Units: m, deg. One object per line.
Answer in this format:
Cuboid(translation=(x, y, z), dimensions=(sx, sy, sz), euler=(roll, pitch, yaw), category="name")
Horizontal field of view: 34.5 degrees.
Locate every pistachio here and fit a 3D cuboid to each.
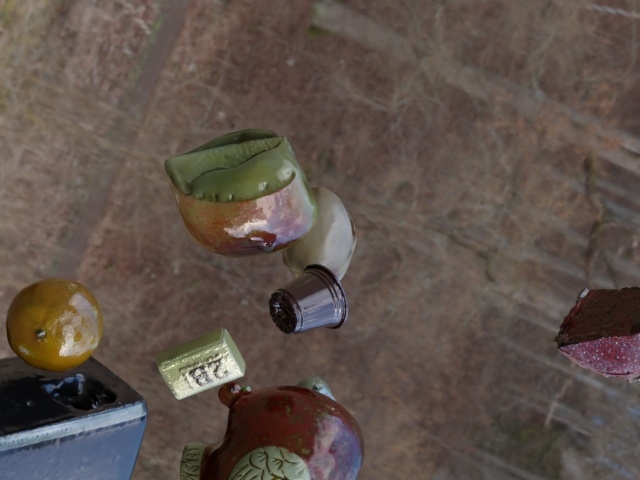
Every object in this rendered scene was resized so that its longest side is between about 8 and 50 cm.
Cuboid(translation=(0.000, 0.000, 2.010), dimensions=(0.144, 0.144, 0.215), euler=(128, -25, -56), category="pistachio")

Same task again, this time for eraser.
Cuboid(translation=(-0.267, 0.278, 2.312), dimensions=(0.172, 0.117, 0.058), euler=(-21, -152, 8), category="eraser")

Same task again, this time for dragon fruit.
Cuboid(translation=(0.367, 0.115, 1.235), dimensions=(0.147, 0.096, 0.102), euler=(-9, -136, 57), category="dragon fruit")

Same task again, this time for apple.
Cuboid(translation=(-0.109, -0.059, 1.442), dimensions=(0.188, 0.173, 0.207), euler=(-22, -161, 0), category="apple")

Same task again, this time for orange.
Cuboid(translation=(-0.430, 0.137, 1.664), dimensions=(0.124, 0.156, 0.156), euler=(-90, -157, -83), category="orange")

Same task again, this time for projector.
Cuboid(translation=(-0.531, 0.413, 1.701), dimensions=(0.395, 0.242, 0.405), euler=(-6, 120, -55), category="projector")

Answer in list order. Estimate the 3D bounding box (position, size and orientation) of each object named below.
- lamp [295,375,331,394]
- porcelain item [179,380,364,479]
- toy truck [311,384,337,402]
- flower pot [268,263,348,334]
Cuboid(translation=(0.007, 0.373, 2.254), dimensions=(0.091, 0.163, 0.091), euler=(-41, 171, -8), category="lamp")
Cuboid(translation=(-0.072, 0.297, 1.419), dimensions=(0.253, 0.253, 0.253), euler=(-157, -90, -80), category="porcelain item")
Cuboid(translation=(-0.035, 0.336, 1.875), dimensions=(0.178, 0.080, 0.115), euler=(-38, 180, -36), category="toy truck")
Cuboid(translation=(-0.026, 0.099, 1.573), dimensions=(0.089, 0.111, 0.111), euler=(-22, 160, -34), category="flower pot")
